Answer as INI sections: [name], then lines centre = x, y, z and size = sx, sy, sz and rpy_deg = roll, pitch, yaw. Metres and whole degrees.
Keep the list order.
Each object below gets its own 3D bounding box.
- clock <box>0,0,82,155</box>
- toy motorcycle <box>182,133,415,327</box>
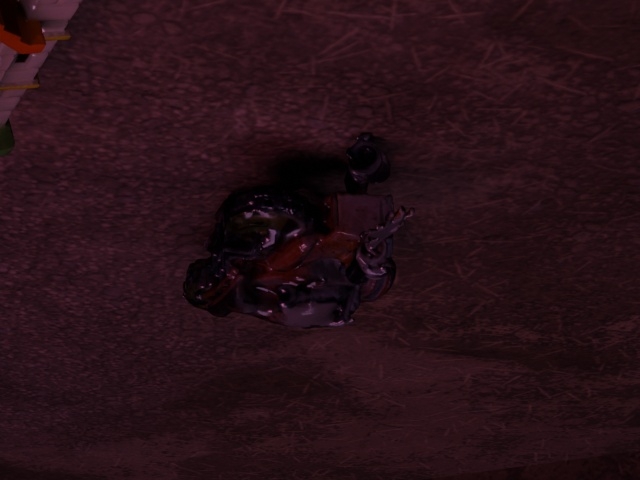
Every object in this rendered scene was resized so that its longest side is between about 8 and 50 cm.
[clock]
centre = -0.290, -0.149, 0.982
size = 0.220, 0.106, 0.255
rpy_deg = -9, 162, -33
[toy motorcycle]
centre = 0.000, 0.000, 1.353
size = 0.207, 0.134, 0.401
rpy_deg = 6, 157, -13
